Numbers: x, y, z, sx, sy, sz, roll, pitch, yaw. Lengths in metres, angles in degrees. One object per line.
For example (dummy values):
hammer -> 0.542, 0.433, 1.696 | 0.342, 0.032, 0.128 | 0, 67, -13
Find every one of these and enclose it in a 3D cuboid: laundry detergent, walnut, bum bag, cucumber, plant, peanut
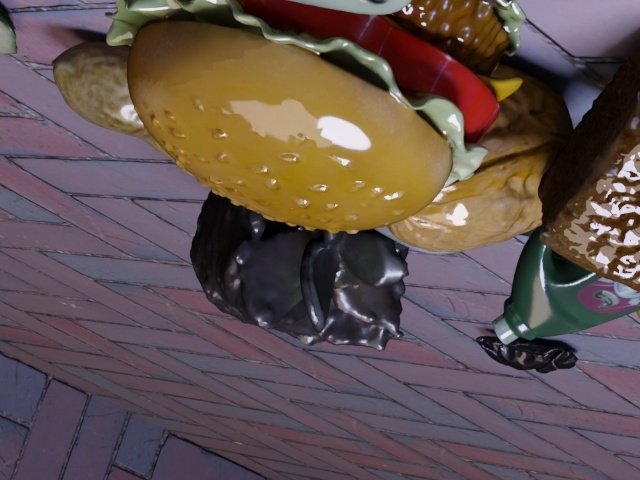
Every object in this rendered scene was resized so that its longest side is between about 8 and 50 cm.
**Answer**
laundry detergent -> 0.221, 0.011, 1.557 | 0.211, 0.063, 0.137 | -34, 132, 16
walnut -> 0.109, -0.064, 1.469 | 0.180, 0.144, 0.144 | -21, -170, -33
bum bag -> 0.244, 0.133, 2.296 | 0.124, 0.034, 0.058 | 9, 154, 32
cucumber -> -0.306, -0.198, 1.750 | 0.067, 0.035, 0.107 | 2, 166, -6
plant -> 0.000, 0.000, 1.815 | 0.188, 0.199, 0.276 | 17, 171, -19
peanut -> -0.150, -0.123, 1.748 | 0.193, 0.089, 0.089 | 26, 165, -10

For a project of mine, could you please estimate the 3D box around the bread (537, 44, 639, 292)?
bread -> 0.365, 0.008, 1.406 | 0.416, 0.113, 0.165 | 24, 131, -14

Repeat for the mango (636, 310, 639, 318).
mango -> 0.355, 0.051, 1.785 | 0.101, 0.066, 0.187 | 32, 157, -19

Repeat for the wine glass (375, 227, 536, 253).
wine glass -> 0.129, -0.036, 1.623 | 0.241, 0.126, 0.126 | 21, 166, -20

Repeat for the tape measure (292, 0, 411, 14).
tape measure -> -0.051, -0.225, 1.074 | 0.235, 0.115, 0.207 | 15, 148, 27

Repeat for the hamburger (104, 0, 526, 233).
hamburger -> -0.006, -0.119, 1.291 | 0.274, 0.212, 0.274 | 18, 166, 5
